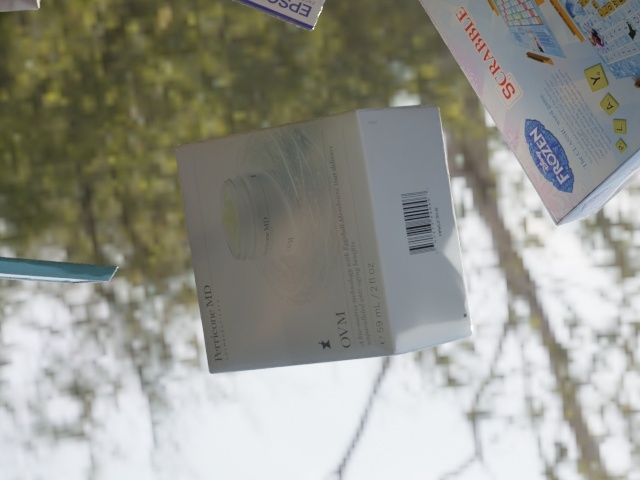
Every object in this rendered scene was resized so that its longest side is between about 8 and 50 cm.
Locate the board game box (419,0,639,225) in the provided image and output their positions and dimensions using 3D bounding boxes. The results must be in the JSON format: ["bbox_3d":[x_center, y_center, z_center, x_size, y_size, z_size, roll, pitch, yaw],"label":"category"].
[{"bbox_3d":[0.249,-0.230,1.748,0.066,0.319,0.318,-16,160,-40],"label":"board game box"}]

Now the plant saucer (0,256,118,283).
[{"bbox_3d":[-0.281,0.027,1.749,0.067,0.018,0.192,-4,172,41],"label":"plant saucer"}]

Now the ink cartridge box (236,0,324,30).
[{"bbox_3d":[-0.094,-0.425,2.306,0.303,0.307,0.072,22,162,3],"label":"ink cartridge box"}]

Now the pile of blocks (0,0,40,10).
[{"bbox_3d":[-0.237,-0.360,1.808,0.362,0.149,0.113,-31,-143,27],"label":"pile of blocks"}]

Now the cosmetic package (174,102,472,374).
[{"bbox_3d":[0.000,0.000,1.769,0.224,0.224,0.138,-9,180,38],"label":"cosmetic package"}]
